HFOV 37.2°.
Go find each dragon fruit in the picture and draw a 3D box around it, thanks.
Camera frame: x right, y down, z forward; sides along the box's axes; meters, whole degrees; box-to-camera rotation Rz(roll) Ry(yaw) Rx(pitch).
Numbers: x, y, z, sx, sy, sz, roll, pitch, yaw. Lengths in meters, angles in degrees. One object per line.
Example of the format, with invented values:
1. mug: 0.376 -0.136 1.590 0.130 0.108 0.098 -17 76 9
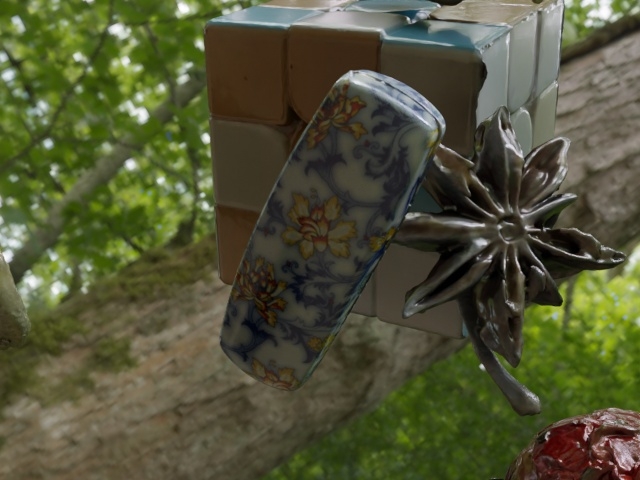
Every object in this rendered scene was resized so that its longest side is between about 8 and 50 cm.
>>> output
1. dragon fruit: 0.317 0.319 1.035 0.244 0.244 0.298 27 -35 47

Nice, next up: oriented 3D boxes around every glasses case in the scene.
1. glasses case: 0.000 0.000 0.657 0.087 0.065 0.248 31 -58 4

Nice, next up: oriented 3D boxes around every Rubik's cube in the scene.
1. Rubik's cube: 0.089 -0.127 1.197 0.344 0.346 0.346 13 -64 26

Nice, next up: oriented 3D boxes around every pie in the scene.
1. pie: -0.384 0.017 1.047 0.218 0.052 0.185 56 -27 19

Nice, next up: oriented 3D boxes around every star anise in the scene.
1. star anise: 0.136 0.010 0.750 0.209 0.231 0.089 18 -7 -10

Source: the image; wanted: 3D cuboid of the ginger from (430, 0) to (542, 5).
1. ginger: 0.151 -0.279 1.002 0.288 0.089 0.075 17 -88 59
